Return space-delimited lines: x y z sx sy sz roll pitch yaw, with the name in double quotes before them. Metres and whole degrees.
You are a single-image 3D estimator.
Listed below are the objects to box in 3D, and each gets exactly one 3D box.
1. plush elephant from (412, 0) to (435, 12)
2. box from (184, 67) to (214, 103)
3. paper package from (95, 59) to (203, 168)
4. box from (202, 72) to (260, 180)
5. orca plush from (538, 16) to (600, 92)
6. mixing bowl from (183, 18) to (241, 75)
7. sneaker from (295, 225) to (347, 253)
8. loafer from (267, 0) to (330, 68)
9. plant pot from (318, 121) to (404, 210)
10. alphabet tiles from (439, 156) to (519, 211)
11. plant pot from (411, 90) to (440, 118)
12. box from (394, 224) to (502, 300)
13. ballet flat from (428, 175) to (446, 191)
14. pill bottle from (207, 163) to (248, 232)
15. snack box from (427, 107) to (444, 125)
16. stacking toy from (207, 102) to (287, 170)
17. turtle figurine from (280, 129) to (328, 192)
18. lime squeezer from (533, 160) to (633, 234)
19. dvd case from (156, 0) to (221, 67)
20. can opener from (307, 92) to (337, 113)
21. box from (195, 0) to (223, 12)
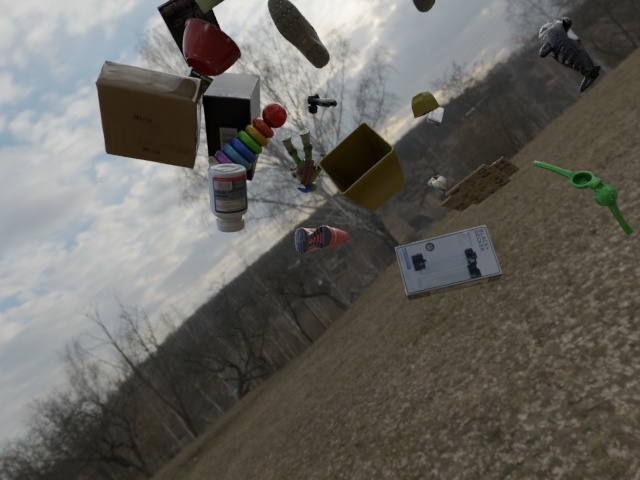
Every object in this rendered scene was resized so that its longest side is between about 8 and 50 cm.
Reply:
"plush elephant" 0.331 -0.716 0.941 0.255 0.271 0.330 -41 25 -12
"box" -0.550 -0.702 2.019 0.191 0.184 0.045 -11 67 53
"paper package" -0.602 -0.442 1.566 0.309 0.325 0.168 109 163 -44
"box" -0.351 -0.471 1.790 0.312 0.179 0.343 -88 2 -54
"orca plush" 0.719 -0.559 1.320 0.102 0.287 0.151 -20 -23 13
"mixing bowl" -0.344 -0.565 1.318 0.181 0.182 0.098 120 173 -83
"sneaker" 0.000 0.001 1.923 0.136 0.115 0.314 2 -3 -35
"loafer" -0.085 -0.807 1.685 0.112 0.319 0.111 -34 33 17
"plant pot" 0.158 -0.226 1.457 0.212 0.212 0.187 -41 -47 10
"alphabet tiles" 0.626 -0.210 1.703 0.285 0.011 0.343 -40 -26 29
"plant pot" 0.413 -0.550 1.744 0.081 0.083 0.082 -28 7 -39
"box" 0.395 0.071 1.365 0.290 0.169 0.087 -13 -22 10
"ballet flat" 0.578 -0.285 2.133 0.067 0.073 0.206 -61 11 11
"pill bottle" -0.263 -0.120 1.245 0.108 0.108 0.180 -39 -43 -55
"snack box" 0.553 -0.602 2.086 0.178 0.064 0.022 -64 -4 -48
"stacking toy" -0.244 -0.355 1.562 0.330 0.141 0.141 -46 -2 3
"turtle figurine" -0.062 -0.372 2.000 0.198 0.266 0.275 8 38 44
"lime squeezer" 0.716 -0.139 1.156 0.059 0.310 0.110 -51 -17 12
"dvd case" -0.422 -0.715 1.458 0.165 0.018 0.221 -36 -31 -10
"can opener" 0.007 -0.506 1.601 0.059 0.073 0.186 -23 25 -24
"box" -0.209 -0.816 1.292 0.322 0.058 0.232 -8 45 40
